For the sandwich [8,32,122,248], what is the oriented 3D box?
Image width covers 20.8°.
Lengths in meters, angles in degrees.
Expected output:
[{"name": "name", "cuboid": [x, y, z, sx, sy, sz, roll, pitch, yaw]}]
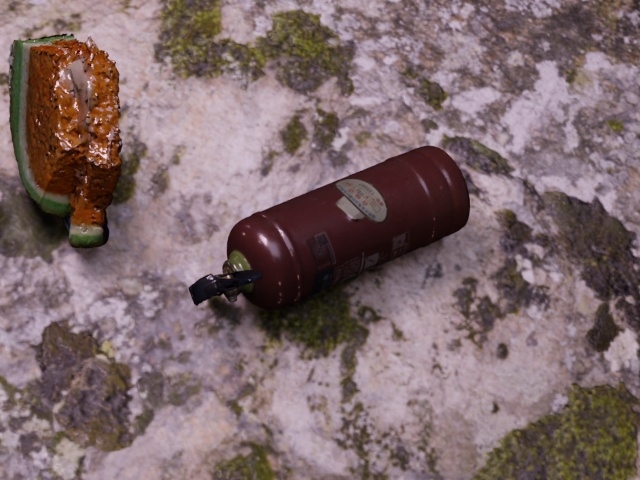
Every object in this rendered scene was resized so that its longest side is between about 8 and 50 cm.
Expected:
[{"name": "sandwich", "cuboid": [-0.258, -0.107, 1.752, 0.079, 0.159, 0.235, -3, 84, -25]}]

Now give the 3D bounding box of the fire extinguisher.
[{"name": "fire extinguisher", "cuboid": [0.000, 0.000, 1.783, 0.344, 0.138, 0.102, -23, 96, -28]}]
